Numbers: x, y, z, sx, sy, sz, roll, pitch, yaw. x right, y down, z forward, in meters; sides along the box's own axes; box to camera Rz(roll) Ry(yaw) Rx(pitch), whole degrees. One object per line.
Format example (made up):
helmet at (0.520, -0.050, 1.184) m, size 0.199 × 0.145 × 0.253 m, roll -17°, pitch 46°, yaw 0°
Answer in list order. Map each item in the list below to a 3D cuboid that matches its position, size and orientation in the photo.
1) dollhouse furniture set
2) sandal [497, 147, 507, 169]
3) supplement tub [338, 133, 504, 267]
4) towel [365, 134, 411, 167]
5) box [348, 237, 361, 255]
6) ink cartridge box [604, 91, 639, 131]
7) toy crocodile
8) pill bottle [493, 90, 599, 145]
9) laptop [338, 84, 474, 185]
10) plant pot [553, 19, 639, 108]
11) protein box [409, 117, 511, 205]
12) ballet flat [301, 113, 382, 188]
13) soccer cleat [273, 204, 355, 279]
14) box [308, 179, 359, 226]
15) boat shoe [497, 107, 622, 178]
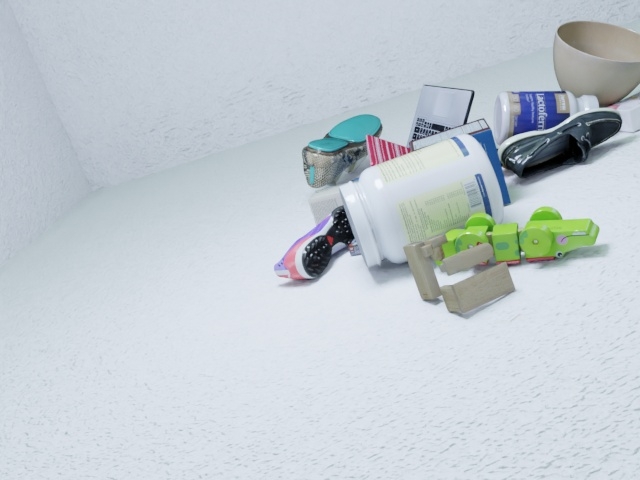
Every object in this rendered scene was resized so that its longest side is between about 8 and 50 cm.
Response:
dollhouse furniture set at (0.268, 0.052, 1.514) m, size 0.123 × 0.144 × 0.151 m, roll -21°, pitch 3°, yaw -20°
sandal at (0.532, -0.229, 2.165) m, size 0.090 × 0.060 × 0.219 m, roll 4°, pitch 13°, yaw 30°
supplement tub at (0.226, -0.085, 1.766) m, size 0.324 × 0.235 × 0.235 m, roll -20°, pitch 18°, yaw 0°
towel at (0.256, -0.203, 2.122) m, size 0.274 × 0.031 × 0.199 m, roll 16°, pitch 28°, yaw -11°
box at (0.147, -0.002, 1.940) m, size 0.137 × 0.027 × 0.094 m, roll -10°, pitch 19°, yaw 27°
ink cartridge box at (0.904, -0.370, 2.164) m, size 0.198 × 0.067 × 0.115 m, roll -25°, pitch 18°, yaw -16°
toy crocodile at (0.390, 0.004, 1.579) m, size 0.340 × 0.105 × 0.115 m, roll -5°, pitch 22°, yaw 25°
pill bottle at (0.626, -0.340, 2.157) m, size 0.264 × 0.153 × 0.153 m, roll -1°, pitch 20°, yaw 3°
laptop at (0.244, -0.298, 2.392) m, size 0.236 × 0.408 × 0.382 m, roll 11°, pitch 11°, yaw -18°
plant pot at (0.796, -0.489, 2.230) m, size 0.284 × 0.191 × 0.284 m, roll 4°, pitch 38°, yaw -3°
protein box at (0.348, -0.173, 1.949) m, size 0.201 × 0.200 × 0.136 m, roll -16°, pitch 18°, yaw 10°
ballet flat at (0.067, -0.290, 2.622) m, size 0.164 × 0.182 × 0.483 m, roll 18°, pitch 29°, yaw 20°
soccer cleat at (0.000, 0.000, 1.972) m, size 0.116 × 0.109 × 0.318 m, roll -11°, pitch 22°, yaw 37°
box at (0.114, -0.108, 2.153) m, size 0.275 × 0.113 × 0.094 m, roll -11°, pitch 18°, yaw 20°
boat shoe at (0.640, -0.244, 2.011) m, size 0.340 × 0.127 × 0.113 m, roll -14°, pitch 47°, yaw -7°
